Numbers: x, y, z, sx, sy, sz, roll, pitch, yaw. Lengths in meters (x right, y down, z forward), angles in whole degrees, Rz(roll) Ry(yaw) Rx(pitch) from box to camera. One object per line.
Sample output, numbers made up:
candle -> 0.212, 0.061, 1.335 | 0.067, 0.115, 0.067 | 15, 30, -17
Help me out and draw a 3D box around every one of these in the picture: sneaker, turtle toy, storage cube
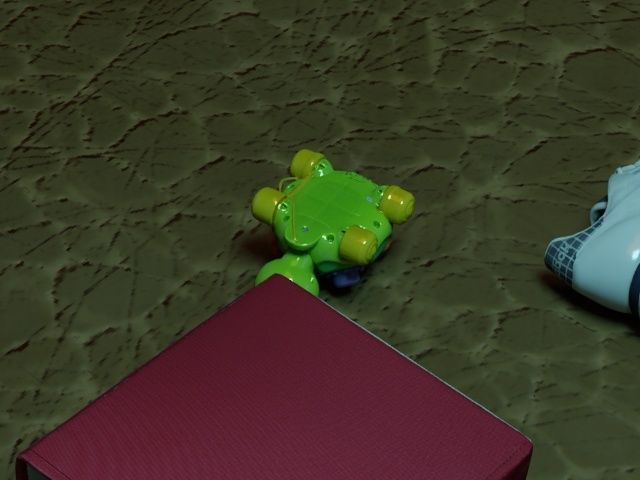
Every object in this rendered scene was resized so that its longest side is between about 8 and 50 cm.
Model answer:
sneaker -> 0.253, -0.034, 1.288 | 0.094, 0.090, 0.235 | 21, 44, 32
turtle toy -> 0.000, 0.000, 1.247 | 0.095, 0.066, 0.130 | 25, 48, 22
storage cube -> -0.026, 0.167, 0.982 | 0.215, 0.184, 0.193 | 33, 50, 29
